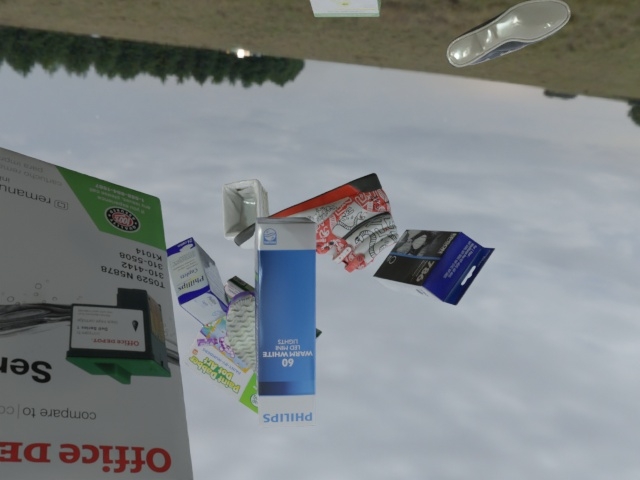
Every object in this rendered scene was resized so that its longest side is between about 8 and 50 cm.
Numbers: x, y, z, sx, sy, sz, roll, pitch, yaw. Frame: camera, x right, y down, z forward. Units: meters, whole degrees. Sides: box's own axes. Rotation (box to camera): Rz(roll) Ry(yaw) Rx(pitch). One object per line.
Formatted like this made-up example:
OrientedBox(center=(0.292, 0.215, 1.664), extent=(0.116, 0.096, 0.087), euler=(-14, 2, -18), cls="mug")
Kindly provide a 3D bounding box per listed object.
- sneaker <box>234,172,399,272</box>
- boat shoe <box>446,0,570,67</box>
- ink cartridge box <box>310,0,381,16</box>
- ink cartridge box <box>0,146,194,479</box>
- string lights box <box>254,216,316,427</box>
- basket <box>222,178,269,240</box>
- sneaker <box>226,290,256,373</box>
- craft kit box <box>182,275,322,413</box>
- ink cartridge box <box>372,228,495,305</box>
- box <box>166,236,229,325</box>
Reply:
OrientedBox(center=(0.001, 0.000, 1.040), extent=(0.270, 0.144, 0.090), euler=(-23, -178, -6), cls="sneaker")
OrientedBox(center=(0.511, -0.575, 1.695), extent=(0.336, 0.112, 0.095), euler=(-18, -171, 20), cls="boat shoe")
OrientedBox(center=(0.051, -0.624, 1.460), extent=(0.171, 0.056, 0.235), euler=(4, 168, 11), cls="ink cartridge box")
OrientedBox(center=(-0.172, 0.060, 0.355), extent=(0.160, 0.092, 0.219), euler=(18, -138, -40), cls="ink cartridge box")
OrientedBox(center=(-0.049, 0.101, 0.819), extent=(0.077, 0.259, 0.133), euler=(-1, -174, -7), cls="string lights box")
OrientedBox(center=(-0.211, -0.078, 1.766), extent=(0.114, 0.167, 0.103), euler=(-8, 163, 12), cls="basket")
OrientedBox(center=(-0.122, 0.190, 1.256), extent=(0.102, 0.293, 0.146), euler=(-25, -141, -1), cls="sneaker")
OrientedBox(center=(-0.164, 0.251, 1.438), extent=(0.250, 0.246, 0.061), euler=(31, -163, 7), cls="craft kit box")
OrientedBox(center=(0.259, 0.055, 1.469), extent=(0.065, 0.165, 0.333), euler=(41, 167, -18), cls="ink cartridge box")
OrientedBox(center=(-0.253, 0.086, 1.266), extent=(0.072, 0.126, 0.137), euler=(-26, -120, 1), cls="box")
